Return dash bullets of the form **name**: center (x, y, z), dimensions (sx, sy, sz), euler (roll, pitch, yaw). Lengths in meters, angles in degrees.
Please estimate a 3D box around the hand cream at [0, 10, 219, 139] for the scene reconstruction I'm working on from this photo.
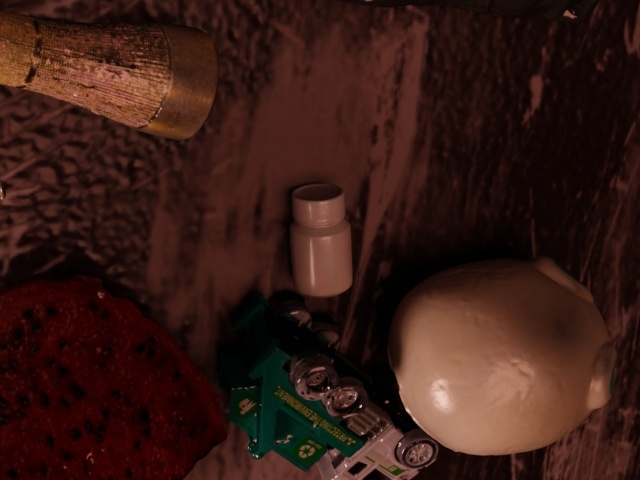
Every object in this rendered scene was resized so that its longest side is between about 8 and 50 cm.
- **hand cream**: center (-0.171, -0.120, 0.712), dimensions (0.203, 0.084, 0.084), euler (4, 109, -38)

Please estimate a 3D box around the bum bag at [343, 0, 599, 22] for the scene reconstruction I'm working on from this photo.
- **bum bag**: center (0.113, -0.250, 0.825), dimensions (0.326, 0.080, 0.142), euler (-1, 118, -29)

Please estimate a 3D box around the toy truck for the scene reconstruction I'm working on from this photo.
- **toy truck**: center (-0.003, 0.148, 0.914), dimensions (0.116, 0.110, 0.216), euler (-43, 124, 10)

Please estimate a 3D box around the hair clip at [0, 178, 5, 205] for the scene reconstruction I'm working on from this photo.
- **hair clip**: center (-0.270, -0.115, 0.710), dimensions (0.062, 0.056, 0.214), euler (-32, 130, -30)

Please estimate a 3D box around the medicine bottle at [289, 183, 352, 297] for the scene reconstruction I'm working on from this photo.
- **medicine bottle**: center (0.000, 0.000, 0.881), dimensions (0.052, 0.052, 0.089), euler (-13, 115, -21)

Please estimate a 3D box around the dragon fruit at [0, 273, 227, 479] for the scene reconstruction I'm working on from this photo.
- **dragon fruit**: center (-0.238, 0.138, 0.776), dimensions (0.317, 0.152, 0.205), euler (-30, 104, -54)

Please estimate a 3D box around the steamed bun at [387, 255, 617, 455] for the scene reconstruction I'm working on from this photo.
- **steamed bun**: center (0.175, 0.094, 0.923), dimensions (0.228, 0.177, 0.131), euler (0, 155, -39)
